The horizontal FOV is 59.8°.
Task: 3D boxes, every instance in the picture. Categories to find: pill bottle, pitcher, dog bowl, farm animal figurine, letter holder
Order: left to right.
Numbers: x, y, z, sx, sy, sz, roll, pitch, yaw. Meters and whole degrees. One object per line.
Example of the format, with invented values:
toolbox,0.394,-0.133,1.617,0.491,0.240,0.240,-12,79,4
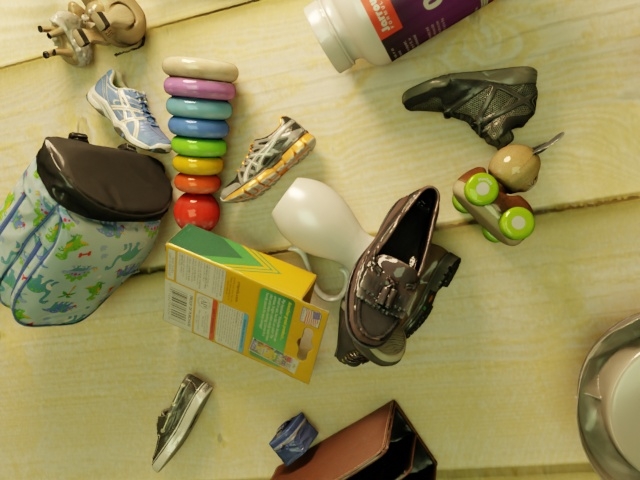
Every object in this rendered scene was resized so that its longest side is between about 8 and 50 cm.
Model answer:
farm animal figurine,-0.408,-0.512,1.036,0.330,0.172,0.327,0,114,30
pitcher,0.000,0.000,1.029,0.207,0.125,0.178,37,100,-4
letter holder,0.045,0.467,1.026,0.301,0.214,0.152,-35,88,14
pill bottle,0.140,-0.414,0.913,0.322,0.181,0.182,-28,90,15
dog bowl,0.584,0.265,0.888,0.348,0.102,0.349,1,95,13

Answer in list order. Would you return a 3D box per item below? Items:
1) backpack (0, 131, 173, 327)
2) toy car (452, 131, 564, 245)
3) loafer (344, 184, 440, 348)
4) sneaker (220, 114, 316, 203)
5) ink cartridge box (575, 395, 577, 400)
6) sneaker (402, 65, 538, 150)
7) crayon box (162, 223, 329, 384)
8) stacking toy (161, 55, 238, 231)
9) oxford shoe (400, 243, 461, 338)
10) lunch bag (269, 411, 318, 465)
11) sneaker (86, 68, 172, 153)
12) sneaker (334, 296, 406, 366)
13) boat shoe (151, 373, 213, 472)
backpack,-0.480,-0.001,1.063,0.355,0.290,0.274,-27,77,21
toy car,0.332,-0.100,0.932,0.149,0.155,0.188,45,92,5
loafer,0.125,0.030,0.922,0.109,0.095,0.303,28,60,-4
sneaker,-0.110,-0.149,1.061,0.214,0.084,0.083,-39,84,6
ink cartridge box,0.587,0.304,0.966,0.208,0.045,0.206,-32,88,13
sneaker,0.256,-0.220,0.958,0.227,0.087,0.131,-3,90,8
crayon box,-0.137,0.121,1.057,0.322,0.083,0.203,22,127,10
stacking toy,-0.237,-0.173,1.063,0.141,0.141,0.331,9,103,12
oxford shoe,0.163,0.105,1.034,0.096,0.082,0.227,34,101,23
lunch bag,-0.057,0.390,1.101,0.067,0.098,0.065,-43,84,20
sneaker,-0.373,-0.253,1.106,0.211,0.080,0.081,42,107,4
sneaker,0.087,0.194,0.997,0.083,0.222,0.118,5,106,-15
boat shoe,-0.306,0.383,1.174,0.070,0.078,0.220,31,95,7
